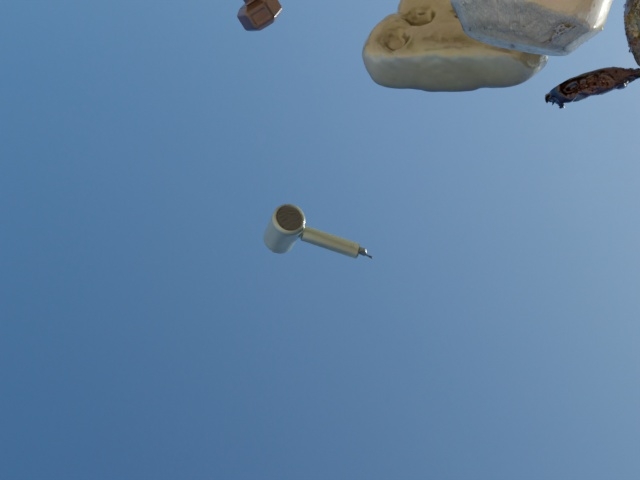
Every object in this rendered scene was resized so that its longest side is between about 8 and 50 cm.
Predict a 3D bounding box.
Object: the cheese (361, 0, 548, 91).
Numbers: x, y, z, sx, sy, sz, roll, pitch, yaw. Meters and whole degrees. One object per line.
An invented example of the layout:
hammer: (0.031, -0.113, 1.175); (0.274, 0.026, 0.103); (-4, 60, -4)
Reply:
cheese: (0.294, -0.409, 1.664); (0.328, 0.129, 0.351); (16, -127, 32)

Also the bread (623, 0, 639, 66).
bread: (0.645, -0.381, 1.460); (0.306, 0.305, 0.159); (29, -143, 27)

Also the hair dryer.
hair dryer: (0.000, 0.000, 0.990); (0.124, 0.063, 0.037); (18, -115, -8)

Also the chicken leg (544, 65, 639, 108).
chicken leg: (0.583, -0.320, 1.784); (0.253, 0.106, 0.051); (-12, -95, 19)

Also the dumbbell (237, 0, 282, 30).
dumbbell: (-0.168, -0.532, 1.761); (0.092, 0.231, 0.082); (-30, -154, 8)

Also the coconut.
coconut: (0.277, -0.360, 1.130); (0.224, 0.234, 0.224); (6, -167, -1)
